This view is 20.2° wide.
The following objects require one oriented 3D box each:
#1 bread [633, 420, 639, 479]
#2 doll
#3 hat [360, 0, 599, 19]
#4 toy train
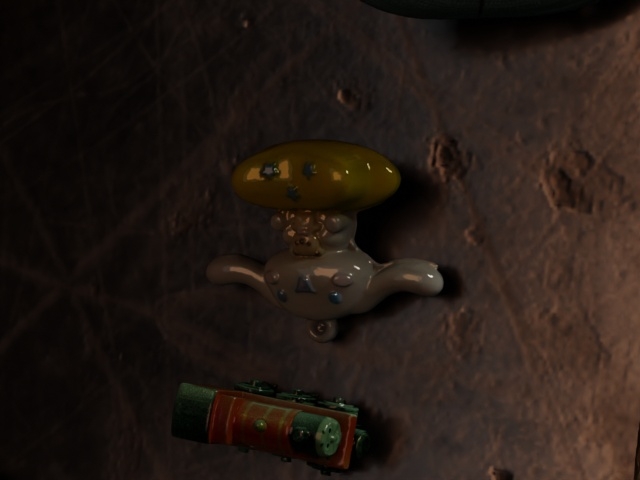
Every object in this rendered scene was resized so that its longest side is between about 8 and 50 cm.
[{"bbox_3d":[0.212,0.076,0.864,0.106,0.082,0.125,10,98,38],"label":"bread"},{"bbox_3d":[-0.007,0.000,1.000,0.135,0.071,0.113,-24,92,29],"label":"doll"},{"bbox_3d":[0.089,-0.186,0.964,0.191,0.078,0.138,-6,89,7],"label":"hat"},{"bbox_3d":[-0.025,0.101,0.987,0.103,0.064,0.044,9,86,28],"label":"toy train"}]
